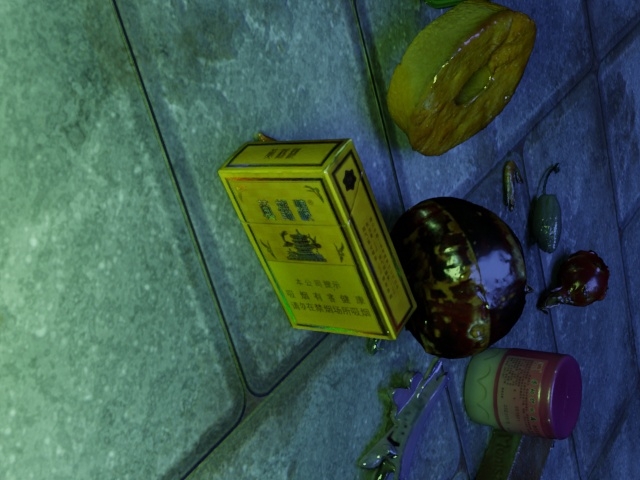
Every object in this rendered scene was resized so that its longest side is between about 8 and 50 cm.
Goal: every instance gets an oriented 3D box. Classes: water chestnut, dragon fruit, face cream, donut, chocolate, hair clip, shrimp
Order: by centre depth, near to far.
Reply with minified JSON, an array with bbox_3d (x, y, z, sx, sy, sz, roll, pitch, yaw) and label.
[{"bbox_3d":[0.201,0.067,1.583,0.300,0.300,0.300,-5,97,-53],"label":"water chestnut"},{"bbox_3d":[0.237,-0.291,1.621,0.303,0.110,0.303,-36,154,-21],"label":"donut"},{"bbox_3d":[0.150,0.327,1.668,0.137,0.090,0.278,59,43,-36],"label":"hair clip"},{"bbox_3d":[0.419,0.312,1.926,0.175,0.194,0.175,-4,95,-55],"label":"face cream"},{"bbox_3d":[0.404,0.499,1.998,0.112,0.111,0.321,50,54,-32],"label":"chocolate"},{"bbox_3d":[0.427,-0.119,2.051,0.083,0.023,0.114,-3,91,-56],"label":"shrimp"},{"bbox_3d":[0.605,0.111,2.247,0.246,0.125,0.126,-25,127,-32],"label":"dragon fruit"}]

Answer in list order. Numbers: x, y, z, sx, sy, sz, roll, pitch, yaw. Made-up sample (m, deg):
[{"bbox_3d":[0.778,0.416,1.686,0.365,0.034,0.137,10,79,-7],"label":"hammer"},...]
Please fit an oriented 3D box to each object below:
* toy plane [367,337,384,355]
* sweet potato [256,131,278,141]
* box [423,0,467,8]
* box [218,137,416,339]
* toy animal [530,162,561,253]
[{"bbox_3d":[0.100,0.160,1.627,0.078,0.031,0.083,37,60,-63],"label":"toy plane"},{"bbox_3d":[-0.065,-0.124,1.383,0.095,0.034,0.034,52,53,-38],"label":"sweet potato"},{"bbox_3d":[0.256,-0.541,1.562,0.177,0.328,0.253,2,89,-41],"label":"box"},{"bbox_3d":[0.000,0.000,1.346,0.084,0.192,0.302,-52,131,-39],"label":"box"},{"bbox_3d":[0.527,-0.084,2.165,0.079,0.070,0.253,99,1,-61],"label":"toy animal"}]
